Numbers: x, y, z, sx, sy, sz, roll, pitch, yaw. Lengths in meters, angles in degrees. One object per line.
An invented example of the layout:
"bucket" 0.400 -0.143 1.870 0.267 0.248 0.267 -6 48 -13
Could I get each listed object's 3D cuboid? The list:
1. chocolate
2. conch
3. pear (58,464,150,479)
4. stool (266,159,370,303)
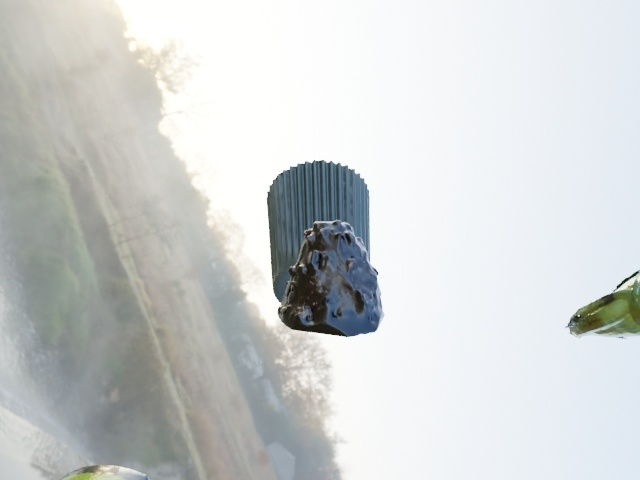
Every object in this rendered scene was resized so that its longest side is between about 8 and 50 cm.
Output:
"chocolate" 0.014 0.039 0.788 0.156 0.156 0.133 -153 -118 -69
"conch" 0.383 0.084 0.743 0.201 0.095 0.079 -42 -128 48
"pear" -0.491 0.693 1.238 0.165 0.399 0.398 55 12 -81
"stool" 0.000 0.000 1.591 0.297 0.298 0.329 87 1 -48
